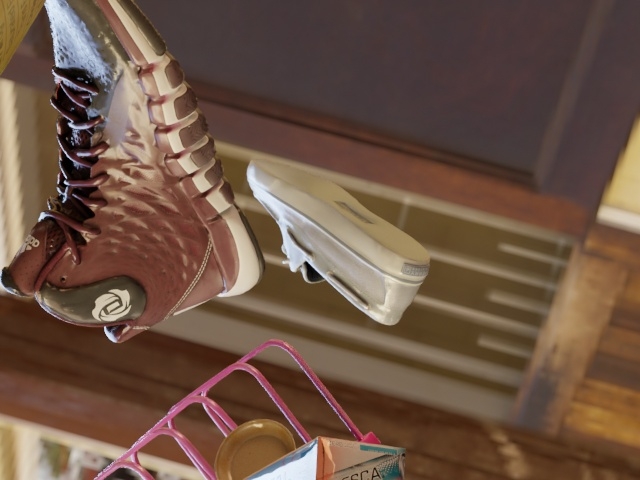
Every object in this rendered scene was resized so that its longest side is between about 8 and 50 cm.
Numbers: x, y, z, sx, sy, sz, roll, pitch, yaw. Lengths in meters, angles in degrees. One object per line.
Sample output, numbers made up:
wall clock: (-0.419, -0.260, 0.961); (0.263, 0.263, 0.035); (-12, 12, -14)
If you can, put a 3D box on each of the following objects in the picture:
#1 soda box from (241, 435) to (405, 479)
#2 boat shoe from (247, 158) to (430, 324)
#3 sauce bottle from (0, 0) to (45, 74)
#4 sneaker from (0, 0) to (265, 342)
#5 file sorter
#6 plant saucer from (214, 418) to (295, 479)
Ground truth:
soda box: (-0.006, 0.179, 1.114); (0.183, 0.063, 0.058); (140, 137, -63)
boat shoe: (0.001, 0.000, 1.446); (0.079, 0.227, 0.081); (8, -70, -43)
sauce bottle: (-0.128, -0.040, 0.341); (0.111, 0.111, 0.344); (99, -167, -54)
sneaker: (-0.153, -0.040, 1.082); (0.106, 0.162, 0.281); (41, 160, 55)
file sorter: (-0.120, 0.269, 1.869); (0.202, 0.182, 0.291); (-38, 1, 43)
plant saucer: (-0.060, 0.212, 1.599); (0.015, 0.083, 0.083); (57, -137, -52)
